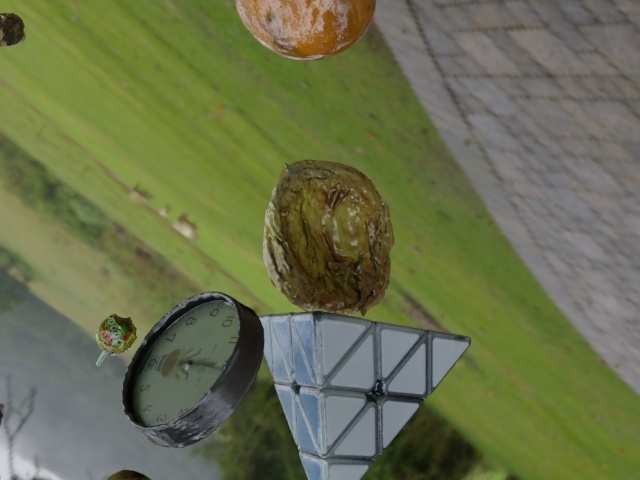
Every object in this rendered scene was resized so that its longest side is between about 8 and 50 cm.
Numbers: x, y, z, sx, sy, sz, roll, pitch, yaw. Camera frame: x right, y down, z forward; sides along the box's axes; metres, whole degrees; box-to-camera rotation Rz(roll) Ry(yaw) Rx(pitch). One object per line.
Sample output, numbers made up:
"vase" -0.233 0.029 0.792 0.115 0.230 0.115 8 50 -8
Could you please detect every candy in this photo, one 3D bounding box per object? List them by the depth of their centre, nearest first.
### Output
"candy" -0.318 0.160 1.729 0.060 0.060 0.201 35 153 -5

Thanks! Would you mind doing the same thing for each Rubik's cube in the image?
"Rubik's cube" 0.029 0.172 1.521 0.228 0.229 0.233 44 -149 -9

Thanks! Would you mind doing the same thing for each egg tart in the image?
"egg tart" 0.000 0.000 1.712 0.098 0.232 0.252 -18 98 60

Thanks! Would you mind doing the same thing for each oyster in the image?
"oyster" -0.447 -0.295 1.621 0.034 0.051 0.093 22 -158 32

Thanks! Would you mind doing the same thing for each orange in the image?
"orange" -0.023 -0.403 1.863 0.240 0.171 0.240 17 130 21

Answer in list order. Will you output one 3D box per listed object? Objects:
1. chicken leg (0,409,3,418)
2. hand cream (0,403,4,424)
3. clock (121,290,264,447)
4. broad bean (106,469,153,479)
"chicken leg" -0.457 0.191 1.502 0.090 0.048 0.219 19 142 1
"hand cream" -0.654 0.299 2.053 0.174 0.047 0.076 12 148 -9
"clock" -0.144 0.139 1.273 0.040 0.184 0.184 42 168 -35
"broad bean" -0.153 0.285 1.113 0.165 0.084 0.114 17 145 35
